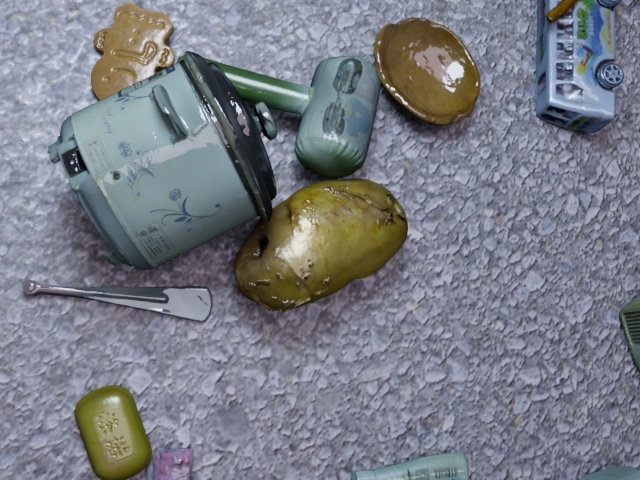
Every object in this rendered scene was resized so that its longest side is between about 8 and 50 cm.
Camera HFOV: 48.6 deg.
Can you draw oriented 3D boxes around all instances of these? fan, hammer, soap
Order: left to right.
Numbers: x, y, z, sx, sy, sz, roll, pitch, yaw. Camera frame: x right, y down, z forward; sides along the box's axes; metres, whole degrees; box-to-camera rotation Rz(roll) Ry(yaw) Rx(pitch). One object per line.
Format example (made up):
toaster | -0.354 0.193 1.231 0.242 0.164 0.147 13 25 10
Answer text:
soap | -0.306 0.285 1.046 0.088 0.045 0.140 -21 87 -12
fan | -0.307 0.090 1.089 0.281 0.023 0.057 5 89 -13
hammer | -0.075 -0.230 1.149 0.335 0.119 0.207 15 62 -2

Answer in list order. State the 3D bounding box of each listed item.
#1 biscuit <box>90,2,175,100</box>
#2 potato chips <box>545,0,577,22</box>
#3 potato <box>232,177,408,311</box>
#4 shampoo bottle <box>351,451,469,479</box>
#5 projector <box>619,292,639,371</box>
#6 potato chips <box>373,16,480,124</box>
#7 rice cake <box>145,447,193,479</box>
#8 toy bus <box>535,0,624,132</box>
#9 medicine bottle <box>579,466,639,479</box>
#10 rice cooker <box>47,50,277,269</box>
biscuit | -0.306 -0.292 1.133 0.133 0.027 0.184 28 82 2
potato chips | 0.474 -0.453 1.266 0.204 0.037 0.026 -40 89 -6
potato | 0.000 0.000 1.118 0.300 0.140 0.173 -27 86 -20
shampoo bottle | 0.146 0.385 1.146 0.190 0.041 0.069 0 87 -14
projector | 0.668 0.206 1.282 0.193 0.088 0.270 -35 91 -19
potato chips | 0.181 -0.292 1.250 0.208 0.062 0.195 22 71 -9
rice cake | -0.239 0.450 1.035 0.081 0.051 0.291 8 79 2
toy bus | 0.476 -0.370 1.317 0.135 0.109 0.330 4 80 -4
medicine bottle | 0.505 0.478 1.175 0.135 0.135 0.169 -17 87 -16
rice cooker | -0.202 -0.115 1.012 0.316 0.317 0.264 -21 65 -16
